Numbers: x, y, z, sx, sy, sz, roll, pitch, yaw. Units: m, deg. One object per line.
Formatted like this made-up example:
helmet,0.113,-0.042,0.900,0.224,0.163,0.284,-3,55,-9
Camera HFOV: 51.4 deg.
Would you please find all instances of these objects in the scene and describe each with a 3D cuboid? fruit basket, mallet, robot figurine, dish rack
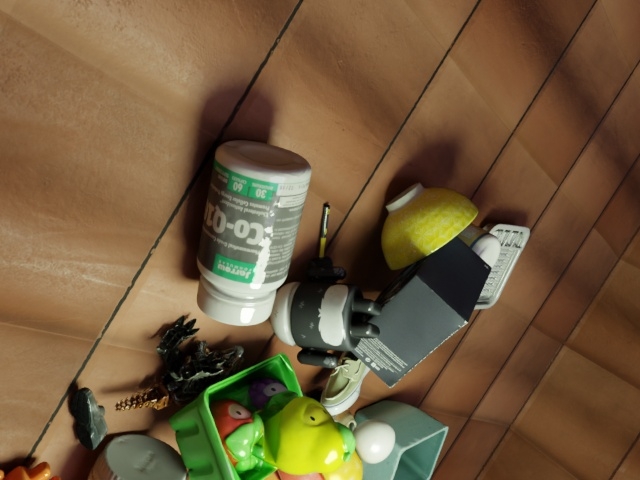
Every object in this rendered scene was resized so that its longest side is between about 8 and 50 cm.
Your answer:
fruit basket,-0.110,0.431,1.579,0.392,0.392,0.283,-17,84,-37
mallet,0.000,0.000,1.725,0.062,0.039,0.189,-22,126,-34
robot figurine,0.010,0.190,1.680,0.209,0.278,0.173,-65,150,-47
robot figurine,-0.652,0.561,1.388,0.219,0.128,0.158,-38,140,-21
dish rack,0.585,0.084,2.337,0.285,0.072,0.333,3,114,-47

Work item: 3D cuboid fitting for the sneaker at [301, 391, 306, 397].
sneaker,-0.136,0.516,1.884,0.271,0.108,0.100,-23,130,-40

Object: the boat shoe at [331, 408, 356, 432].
boat shoe,0.058,0.659,2.180,0.113,0.103,0.302,-28,135,-30

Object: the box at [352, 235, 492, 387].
box,0.273,0.176,1.825,0.312,0.179,0.343,-48,178,32

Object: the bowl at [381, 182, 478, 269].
bowl,0.268,-0.064,1.824,0.289,0.289,0.156,-38,96,-20

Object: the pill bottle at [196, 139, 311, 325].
pill bottle,-0.153,-0.014,1.424,0.204,0.204,0.361,-8,121,-42

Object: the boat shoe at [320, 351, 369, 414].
boat shoe,0.078,0.391,1.991,0.302,0.109,0.094,-50,129,-47

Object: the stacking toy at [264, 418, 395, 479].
stacking toy,-0.008,0.643,1.848,0.480,0.350,0.350,-32,137,-7

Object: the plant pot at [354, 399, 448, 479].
plant pot,0.236,0.690,2.265,0.248,0.252,0.247,-10,122,-41

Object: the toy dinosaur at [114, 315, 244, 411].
toy dinosaur,-0.311,0.322,1.556,0.322,0.164,0.218,-46,162,-45

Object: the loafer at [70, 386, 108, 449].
loafer,-0.507,0.383,1.470,0.061,0.062,0.170,-43,148,-50

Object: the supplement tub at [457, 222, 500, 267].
supplement tub,0.429,0.012,2.029,0.144,0.200,0.144,-25,131,-32

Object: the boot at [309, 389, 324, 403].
boot,-0.002,0.552,1.976,0.198,0.077,0.137,-41,114,-61

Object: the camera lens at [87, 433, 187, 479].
camera lens,-0.453,0.626,1.555,0.219,0.219,0.274,10,109,-48
